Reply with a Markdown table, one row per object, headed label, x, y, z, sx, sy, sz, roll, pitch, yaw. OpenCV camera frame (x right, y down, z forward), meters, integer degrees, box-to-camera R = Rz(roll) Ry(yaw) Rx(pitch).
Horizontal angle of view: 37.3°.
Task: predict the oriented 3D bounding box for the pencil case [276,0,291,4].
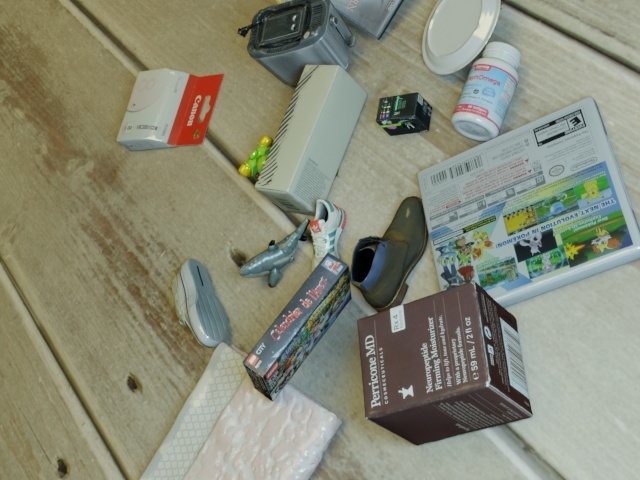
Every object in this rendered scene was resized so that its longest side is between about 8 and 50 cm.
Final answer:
| label | x | y | z | sx | sy | sz | roll | pitch | yaw |
| --- | --- | --- | --- | --- | --- | --- | --- | --- | --- |
| pencil case | 0.029 | -0.558 | 1.979 | 0.273 | 0.124 | 0.113 | -28 | 13 | 19 |

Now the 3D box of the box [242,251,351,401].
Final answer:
| label | x | y | z | sx | sy | sz | roll | pitch | yaw |
| --- | --- | --- | --- | --- | --- | --- | --- | --- | --- |
| box | -0.034 | 0.147 | 1.589 | 0.044 | 0.159 | 0.233 | 33 | 73 | 16 |

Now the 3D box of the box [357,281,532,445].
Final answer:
| label | x | y | z | sx | sy | sz | roll | pitch | yaw |
| --- | --- | --- | --- | --- | --- | --- | --- | --- | --- |
| box | 0.187 | 0.191 | 1.434 | 0.203 | 0.167 | 0.169 | -21 | 56 | 26 |

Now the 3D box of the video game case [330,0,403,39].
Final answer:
| label | x | y | z | sx | sy | sz | roll | pitch | yaw |
| --- | --- | --- | --- | --- | --- | --- | --- | --- | --- |
| video game case | 0.056 | -0.559 | 1.899 | 0.274 | 0.026 | 0.196 | 35 | 107 | 10 |

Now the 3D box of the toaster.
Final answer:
| label | x | y | z | sx | sy | sz | roll | pitch | yaw |
| --- | --- | --- | --- | --- | --- | --- | --- | --- | --- |
| toaster | -0.043 | -0.399 | 1.928 | 0.227 | 0.146 | 0.129 | -8 | 61 | 32 |

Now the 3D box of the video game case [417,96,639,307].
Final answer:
| label | x | y | z | sx | sy | sz | roll | pitch | yaw |
| --- | --- | --- | --- | --- | --- | --- | --- | --- | --- |
| video game case | 0.330 | -0.049 | 1.549 | 0.329 | 0.036 | 0.300 | -23 | 55 | 23 |

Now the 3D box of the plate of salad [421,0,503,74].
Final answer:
| label | x | y | z | sx | sy | sz | roll | pitch | yaw |
| --- | --- | --- | --- | --- | --- | --- | --- | --- | --- |
| plate of salad | 0.263 | -0.396 | 1.748 | 0.200 | 0.048 | 0.200 | -29 | 52 | 45 |

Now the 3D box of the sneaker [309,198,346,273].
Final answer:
| label | x | y | z | sx | sy | sz | roll | pitch | yaw |
| --- | --- | --- | --- | --- | --- | --- | --- | --- | --- |
| sneaker | 0.000 | 0.000 | 1.732 | 0.057 | 0.075 | 0.161 | -4 | 64 | 34 |

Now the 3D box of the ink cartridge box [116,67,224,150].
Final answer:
| label | x | y | z | sx | sy | sz | roll | pitch | yaw |
| --- | --- | --- | --- | --- | --- | --- | --- | --- | --- |
| ink cartridge box | -0.346 | -0.304 | 2.159 | 0.232 | 0.066 | 0.189 | -2 | 65 | 39 |

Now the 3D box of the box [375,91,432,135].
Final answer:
| label | x | y | z | sx | sy | sz | roll | pitch | yaw |
| --- | --- | --- | --- | --- | --- | --- | --- | --- | --- |
| box | 0.154 | -0.233 | 1.754 | 0.083 | 0.062 | 0.052 | -4 | 65 | 34 |

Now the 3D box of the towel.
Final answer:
| label | x | y | z | sx | sy | sz | roll | pitch | yaw |
| --- | --- | --- | --- | --- | --- | --- | --- | --- | --- |
| towel | -0.154 | 0.378 | 1.658 | 0.317 | 0.053 | 0.332 | 28 | 85 | 41 |

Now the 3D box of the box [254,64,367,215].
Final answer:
| label | x | y | z | sx | sy | sz | roll | pitch | yaw |
| --- | --- | --- | --- | --- | --- | --- | --- | --- | --- |
| box | -0.016 | -0.194 | 1.825 | 0.094 | 0.113 | 0.275 | 10 | 71 | 40 |

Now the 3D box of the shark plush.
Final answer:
| label | x | y | z | sx | sy | sz | roll | pitch | yaw |
| --- | --- | --- | --- | --- | --- | --- | --- | --- | --- |
| shark plush | -0.077 | 0.023 | 1.781 | 0.161 | 0.067 | 0.073 | -33 | 51 | 17 |

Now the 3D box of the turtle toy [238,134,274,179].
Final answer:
| label | x | y | z | sx | sy | sz | roll | pitch | yaw |
| --- | --- | --- | --- | --- | --- | --- | --- | --- | --- |
| turtle toy | -0.111 | -0.155 | 1.882 | 0.066 | 0.130 | 0.095 | 37 | 94 | -2 |

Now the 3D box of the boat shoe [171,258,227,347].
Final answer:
| label | x | y | z | sx | sy | sz | roll | pitch | yaw |
| --- | --- | --- | --- | --- | --- | --- | --- | --- | --- |
| boat shoe | -0.240 | 0.136 | 1.842 | 0.076 | 0.083 | 0.226 | -46 | 36 | 22 |

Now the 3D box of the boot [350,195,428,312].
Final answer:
| label | x | y | z | sx | sy | sz | roll | pitch | yaw |
| --- | --- | --- | --- | --- | --- | --- | --- | --- | --- |
| boot | 0.119 | 0.008 | 1.621 | 0.082 | 0.106 | 0.219 | 5 | 69 | 37 |

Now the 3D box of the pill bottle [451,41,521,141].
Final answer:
| label | x | y | z | sx | sy | sz | roll | pitch | yaw |
| --- | --- | --- | --- | --- | --- | --- | --- | --- | --- |
| pill bottle | 0.293 | -0.260 | 1.652 | 0.087 | 0.087 | 0.160 | 12 | 73 | 39 |
